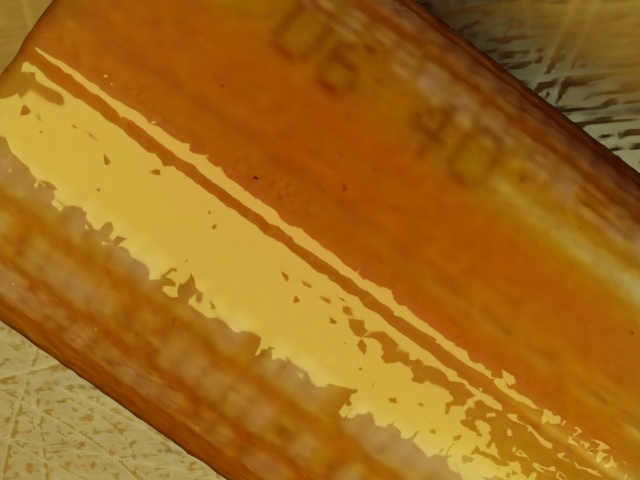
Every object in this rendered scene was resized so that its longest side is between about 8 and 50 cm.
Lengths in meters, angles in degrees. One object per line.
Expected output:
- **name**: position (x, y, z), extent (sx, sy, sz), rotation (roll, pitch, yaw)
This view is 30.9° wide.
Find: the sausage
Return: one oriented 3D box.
- **sausage**: position (0.000, 0.000, 0.532), extent (0.287, 0.233, 0.233), rotation (37, 124, -7)
